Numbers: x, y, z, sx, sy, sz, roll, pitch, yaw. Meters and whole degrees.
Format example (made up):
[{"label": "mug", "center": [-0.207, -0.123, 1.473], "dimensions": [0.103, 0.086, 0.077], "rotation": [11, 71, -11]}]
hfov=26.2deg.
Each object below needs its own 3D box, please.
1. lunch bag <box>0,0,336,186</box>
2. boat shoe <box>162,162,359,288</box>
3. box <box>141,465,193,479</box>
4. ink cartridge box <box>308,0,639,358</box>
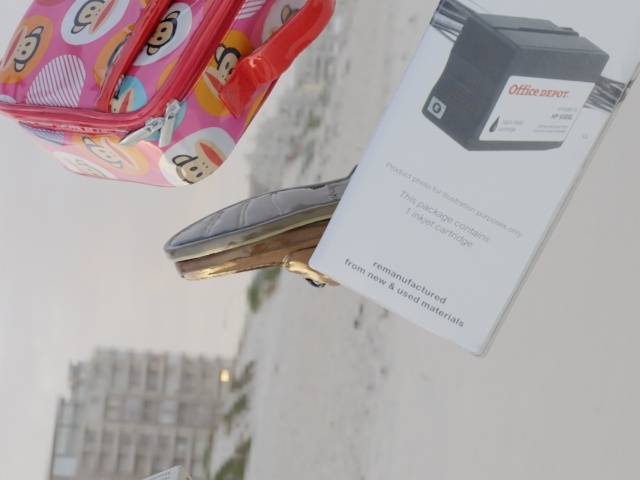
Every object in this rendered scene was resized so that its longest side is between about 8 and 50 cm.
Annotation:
[{"label": "lunch bag", "center": [-0.102, -0.181, 1.086], "dimensions": [0.120, 0.258, 0.293], "rotation": [46, -116, -43]}, {"label": "boat shoe", "center": [0.000, 0.000, 1.361], "dimensions": [0.111, 0.307, 0.104], "rotation": [-82, -26, -67]}, {"label": "box", "center": [-0.147, 0.311, 1.117], "dimensions": [0.094, 0.113, 0.275], "rotation": [60, -170, -23]}, {"label": "ink cartridge box", "center": [0.131, -0.106, 0.899], "dimensions": [0.307, 0.129, 0.223], "rotation": [-63, -6, 14]}]
